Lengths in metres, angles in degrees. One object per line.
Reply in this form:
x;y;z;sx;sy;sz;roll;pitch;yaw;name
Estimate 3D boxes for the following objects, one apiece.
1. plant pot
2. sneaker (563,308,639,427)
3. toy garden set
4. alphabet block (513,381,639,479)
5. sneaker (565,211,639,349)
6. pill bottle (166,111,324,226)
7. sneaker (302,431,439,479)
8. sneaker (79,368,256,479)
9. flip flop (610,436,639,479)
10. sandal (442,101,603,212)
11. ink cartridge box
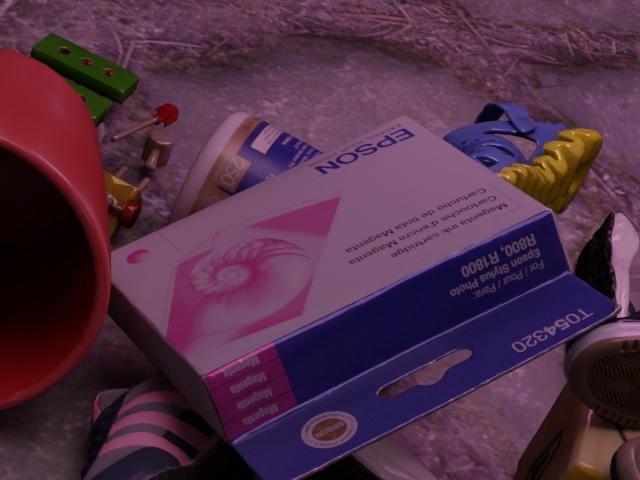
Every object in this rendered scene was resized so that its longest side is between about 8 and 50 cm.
-0.296;-0.031;1.506;0.275;0.275;0.243;19;27;-8;plant pot
0.300;0.070;1.512;0.282;0.099;0.153;4;39;-28;sneaker
-0.240;-0.099;1.795;0.204;0.049;0.244;27;34;6;toy garden set
0.271;0.229;1.540;0.192;0.193;0.197;23;35;0;alphabet block
0.321;0.070;1.863;0.108;0.100;0.271;28;35;-4;sneaker
0.000;0.000;1.712;0.264;0.153;0.153;27;35;5;pill bottle
0.076;0.220;1.491;0.290;0.106;0.123;45;21;1;sneaker
-0.150;0.181;1.448;0.131;0.112;0.319;20;27;21;sneaker
0.349;0.173;1.420;0.277;0.080;0.112;3;42;-31;flip flop
0.182;-0.071;1.954;0.138;0.126;0.317;33;27;18;sandal
0.020;0.033;1.478;0.324;0.071;0.330;-26;31;-18;ink cartridge box
